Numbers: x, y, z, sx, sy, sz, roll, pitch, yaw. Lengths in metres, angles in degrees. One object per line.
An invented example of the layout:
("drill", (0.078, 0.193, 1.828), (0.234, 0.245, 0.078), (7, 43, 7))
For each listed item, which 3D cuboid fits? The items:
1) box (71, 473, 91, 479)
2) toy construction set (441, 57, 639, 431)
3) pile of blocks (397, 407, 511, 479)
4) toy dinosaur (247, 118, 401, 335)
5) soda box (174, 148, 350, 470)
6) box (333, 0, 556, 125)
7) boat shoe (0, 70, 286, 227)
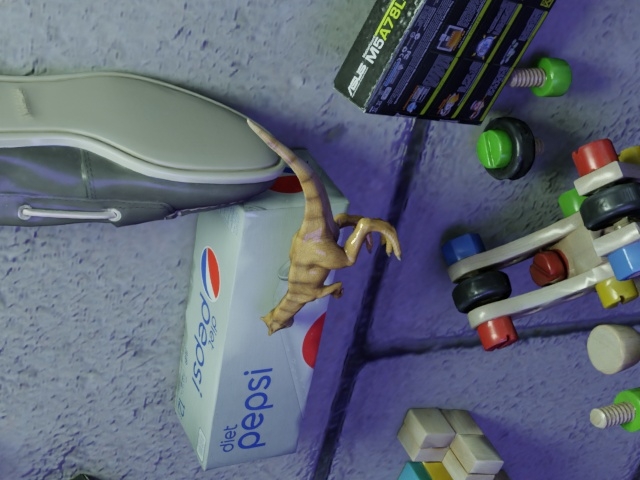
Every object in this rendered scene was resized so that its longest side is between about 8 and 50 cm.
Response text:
("box", (-0.283, 0.416, 1.102), (0.322, 0.079, 0.257), (-39, 132, -13))
("toy construction set", (0.290, 0.023, 1.016), (0.237, 0.309, 0.257), (-5, 134, -31))
("pile of blocks", (0.181, 0.332, 1.303), (0.149, 0.112, 0.362), (-37, 133, 1))
("toy dinosaur", (0.000, 0.000, 0.848), (0.112, 0.064, 0.211), (-16, 135, -26))
("soda box", (-0.057, 0.065, 0.983), (0.098, 0.091, 0.286), (-6, 127, -26))
("box", (0.116, -0.184, 0.881), (0.184, 0.045, 0.191), (-6, 131, -54))
("boat shoe", (-0.193, -0.059, 0.814), (0.335, 0.112, 0.095), (5, 134, -25))
